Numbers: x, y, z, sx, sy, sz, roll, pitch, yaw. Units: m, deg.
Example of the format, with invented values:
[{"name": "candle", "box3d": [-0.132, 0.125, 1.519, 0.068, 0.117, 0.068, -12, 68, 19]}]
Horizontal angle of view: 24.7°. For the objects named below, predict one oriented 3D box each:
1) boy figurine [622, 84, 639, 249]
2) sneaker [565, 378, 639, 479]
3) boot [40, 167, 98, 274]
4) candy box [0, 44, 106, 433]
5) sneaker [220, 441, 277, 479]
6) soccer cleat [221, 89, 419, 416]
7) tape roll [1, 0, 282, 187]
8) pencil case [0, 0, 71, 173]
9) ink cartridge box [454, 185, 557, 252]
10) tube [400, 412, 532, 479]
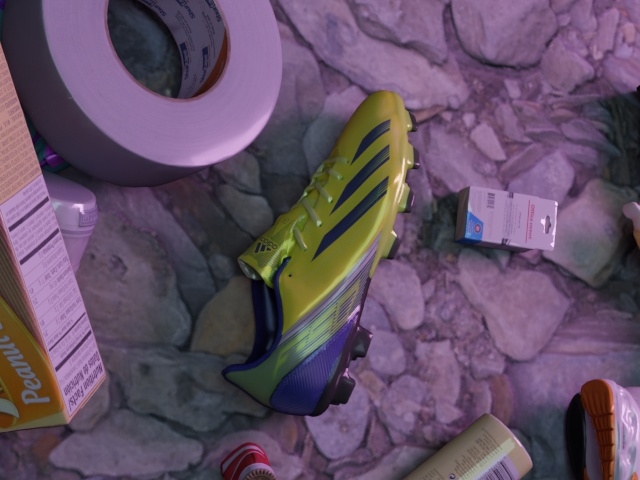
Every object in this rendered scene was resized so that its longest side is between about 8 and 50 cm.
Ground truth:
[{"name": "boy figurine", "box3d": [0.354, -0.015, 1.305, 0.177, 0.092, 0.285, -5, 80, -19]}, {"name": "sneaker", "box3d": [0.286, 0.249, 1.245, 0.121, 0.099, 0.262, 2, 82, -19]}, {"name": "boot", "box3d": [-0.304, -0.021, 1.124, 0.258, 0.095, 0.123, 24, 105, 10]}, {"name": "candy box", "box3d": [-0.289, -0.014, 1.035, 0.183, 0.087, 0.316, -9, 109, 17]}, {"name": "sneaker", "box3d": [-0.062, 0.221, 1.185, 0.042, 0.067, 0.118, 9, 109, -16]}, {"name": "soccer cleat", "box3d": [0.000, 0.000, 1.205, 0.121, 0.093, 0.289, 18, 77, -5]}, {"name": "tape roll", "box3d": [-0.138, -0.155, 1.159, 0.219, 0.072, 0.219, 11, 71, -35]}, {"name": "pencil case", "box3d": [-0.228, -0.126, 1.171, 0.065, 0.070, 0.151, -18, 86, -17]}, {"name": "ink cartridge box", "box3d": [0.163, -0.017, 1.283, 0.083, 0.028, 0.048, 9, 80, -14]}, {"name": "tube", "box3d": [0.067, 0.239, 1.208, 0.240, 0.062, 0.070, -39, 50, -12]}]
